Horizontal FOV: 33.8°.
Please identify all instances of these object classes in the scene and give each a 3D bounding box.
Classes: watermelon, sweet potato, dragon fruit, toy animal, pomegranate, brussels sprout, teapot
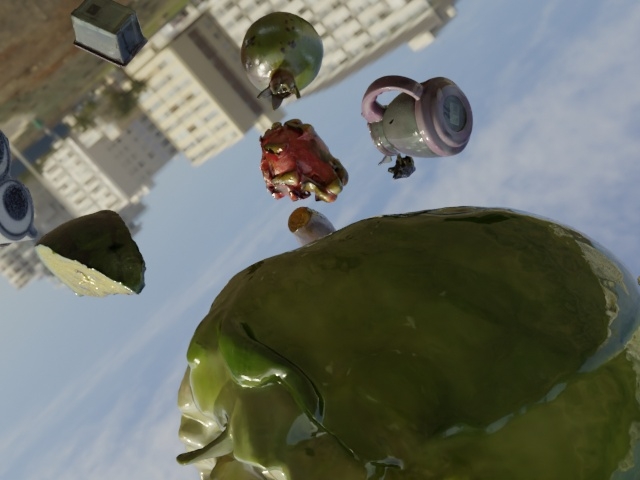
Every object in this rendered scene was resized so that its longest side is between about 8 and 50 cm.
[{"bbox_3d":[-0.329,0.029,1.500,0.123,0.129,0.301,-26,-174,-25],"label":"watermelon"},{"bbox_3d":[0.000,0.000,1.905,0.077,0.077,0.243,-42,153,-2],"label":"sweet potato"},{"bbox_3d":[-0.031,-0.129,1.843,0.208,0.133,0.150,37,-71,38],"label":"dragon fruit"},{"bbox_3d":[0.165,-0.204,2.116,0.070,0.105,0.202,-13,139,-23],"label":"toy animal"},{"bbox_3d":[-0.056,-0.264,1.592,0.129,0.159,0.129,-5,165,-1],"label":"pomegranate"},{"bbox_3d":[0.094,0.133,0.738,0.315,0.371,0.276,-57,156,-30],"label":"brussels sprout"},{"bbox_3d":[0.131,-0.173,1.540,0.148,0.116,0.146,3,171,-45],"label":"teapot"}]

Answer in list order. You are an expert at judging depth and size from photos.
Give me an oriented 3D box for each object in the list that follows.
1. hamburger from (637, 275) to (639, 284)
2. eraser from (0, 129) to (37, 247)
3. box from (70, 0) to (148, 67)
[{"bbox_3d":[0.649,0.141,1.710,0.309,0.211,0.132,-16,-136,48],"label":"hamburger"},{"bbox_3d":[-0.501,-0.050,1.279,0.291,0.171,0.087,-8,-154,24],"label":"eraser"},{"bbox_3d":[-0.278,-0.278,1.375,0.060,0.085,0.063,-55,165,-28],"label":"box"}]
